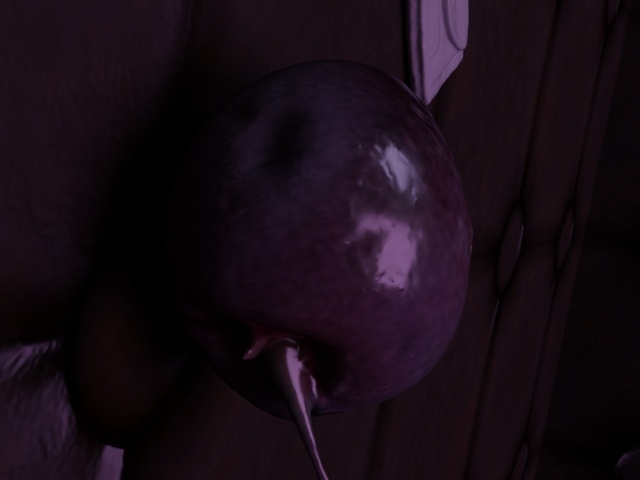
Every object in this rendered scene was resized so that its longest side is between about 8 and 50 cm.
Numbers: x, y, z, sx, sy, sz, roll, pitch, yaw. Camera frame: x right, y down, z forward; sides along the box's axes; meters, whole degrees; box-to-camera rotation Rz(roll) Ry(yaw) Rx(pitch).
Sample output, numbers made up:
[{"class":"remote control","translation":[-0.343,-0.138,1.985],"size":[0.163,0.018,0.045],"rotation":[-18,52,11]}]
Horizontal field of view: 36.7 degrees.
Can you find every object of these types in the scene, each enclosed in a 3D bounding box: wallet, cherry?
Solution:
[{"class":"wallet","translation":[0.114,-0.232,0.923],"size":[0.124,0.032,0.183],"rotation":[-51,147,-42]},{"class":"cherry","translation":[0.000,0.000,0.590],"size":[0.213,0.183,0.266],"rotation":[88,10,-49]}]
